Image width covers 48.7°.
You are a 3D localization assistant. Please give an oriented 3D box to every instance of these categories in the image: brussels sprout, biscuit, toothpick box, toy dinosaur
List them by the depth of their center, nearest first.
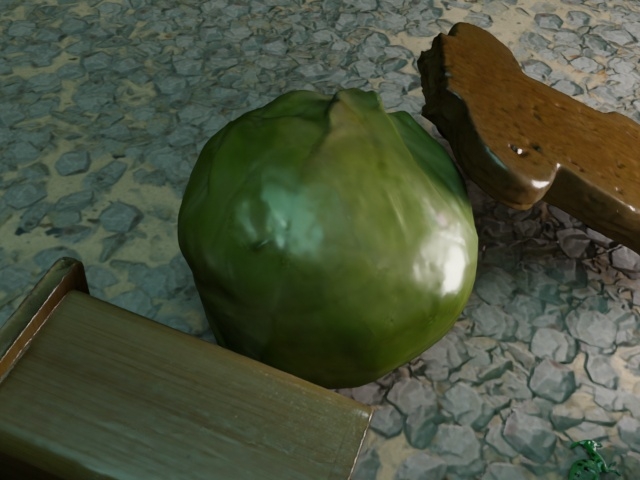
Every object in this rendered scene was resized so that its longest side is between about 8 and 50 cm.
[{"bbox_3d":[-0.128,0.179,0.608,0.308,0.190,0.188,20,49,8],"label":"toothpick box"},{"bbox_3d":[0.253,0.221,0.687,0.083,0.021,0.062,-1,41,-9],"label":"toy dinosaur"},{"bbox_3d":[0.000,0.000,0.733,0.327,0.247,0.328,14,46,-15],"label":"brussels sprout"},{"bbox_3d":[0.290,-0.111,0.867,0.393,0.076,0.368,22,37,-17],"label":"biscuit"}]
